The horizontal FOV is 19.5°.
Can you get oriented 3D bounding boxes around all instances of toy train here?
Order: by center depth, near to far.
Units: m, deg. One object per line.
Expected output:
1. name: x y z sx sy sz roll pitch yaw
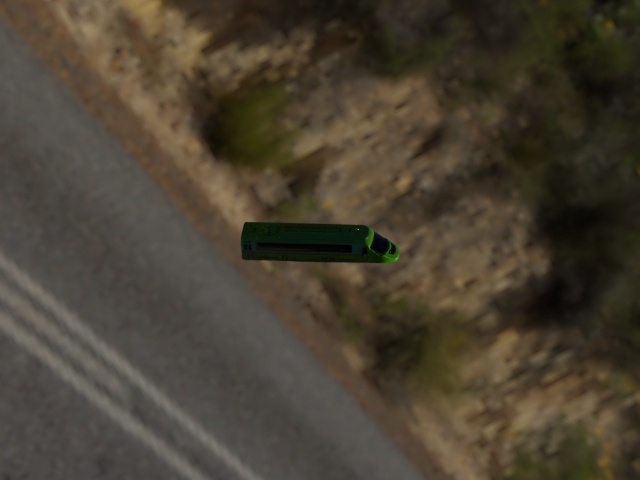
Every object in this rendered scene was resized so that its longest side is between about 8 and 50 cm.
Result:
1. toy train: 0.000 0.000 2.471 0.044 0.209 0.042 -81 170 -52
